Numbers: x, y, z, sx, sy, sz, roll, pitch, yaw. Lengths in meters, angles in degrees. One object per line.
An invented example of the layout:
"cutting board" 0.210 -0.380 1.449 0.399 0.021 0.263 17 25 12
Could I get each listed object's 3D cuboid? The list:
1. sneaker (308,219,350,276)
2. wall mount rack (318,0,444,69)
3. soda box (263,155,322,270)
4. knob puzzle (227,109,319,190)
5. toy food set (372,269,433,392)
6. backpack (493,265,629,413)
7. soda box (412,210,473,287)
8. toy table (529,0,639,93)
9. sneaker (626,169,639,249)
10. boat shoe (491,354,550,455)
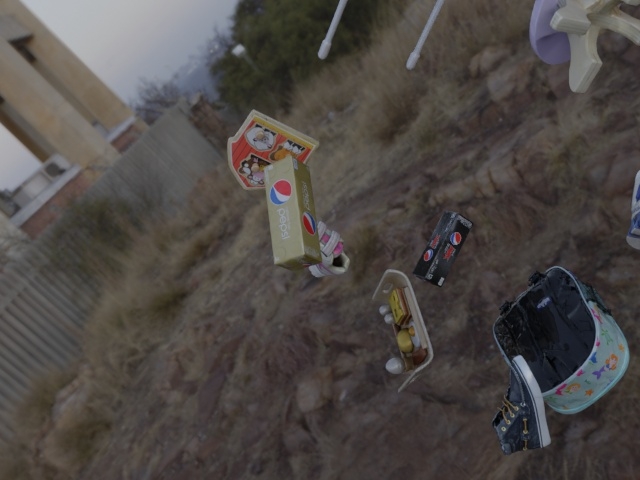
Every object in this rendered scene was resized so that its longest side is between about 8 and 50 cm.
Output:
"sneaker" 0.000 0.000 1.639 0.111 0.252 0.103 3 55 37
"wall mount rack" 0.124 -0.482 1.182 0.130 0.349 0.304 18 107 62
"soda box" -0.048 -0.044 1.085 0.061 0.058 0.181 -19 66 26
"knob puzzle" -0.124 -0.180 1.466 0.213 0.213 0.030 -35 36 23
"toy food set" 0.220 0.261 1.864 0.092 0.306 0.220 -9 -27 -13
"backpack" 0.479 0.208 1.268 0.225 0.191 0.253 -50 18 23
"soda box" 0.279 0.018 1.476 0.169 0.053 0.060 -62 24 -4
"toy table" 0.524 -0.435 1.236 0.252 0.274 0.161 -5 45 -10
"sneaker" 0.854 -0.135 1.584 0.315 0.127 0.182 115 168 -53
"boat shoe" 0.323 0.281 1.075 0.083 0.183 0.065 -19 21 1
